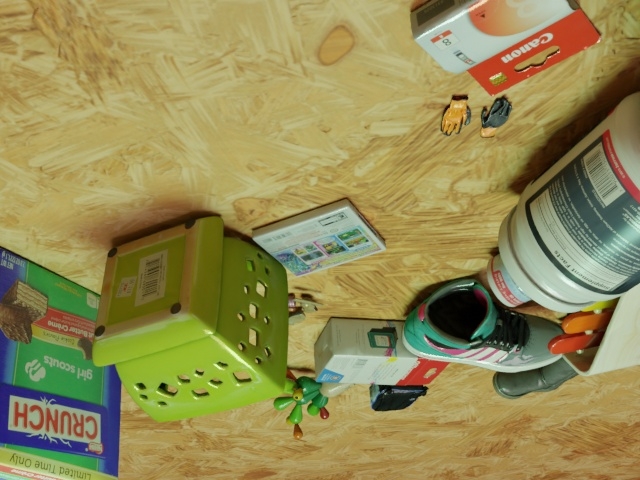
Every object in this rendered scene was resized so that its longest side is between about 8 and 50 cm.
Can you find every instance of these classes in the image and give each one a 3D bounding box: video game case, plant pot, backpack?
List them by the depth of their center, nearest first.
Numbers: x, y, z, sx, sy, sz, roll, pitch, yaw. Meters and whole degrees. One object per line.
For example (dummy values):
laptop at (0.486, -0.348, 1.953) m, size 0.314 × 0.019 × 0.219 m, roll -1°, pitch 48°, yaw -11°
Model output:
plant pot at (-0.192, 0.106, 1.178) m, size 0.227 × 0.228 × 0.207 m, roll -17°, pitch 139°, yaw 20°
video game case at (0.000, 0.000, 1.216) m, size 0.157 × 0.019 × 0.143 m, roll -18°, pitch 147°, yaw 20°
backpack at (0.152, 0.301, 1.670) m, size 0.105 × 0.084 × 0.114 m, roll 3°, pitch 145°, yaw -14°

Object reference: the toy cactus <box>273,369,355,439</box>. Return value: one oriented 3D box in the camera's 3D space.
toy cactus at (-0.016, 0.322, 1.684) m, size 0.180 × 0.112 × 0.219 m, roll -22°, pitch 137°, yaw 10°

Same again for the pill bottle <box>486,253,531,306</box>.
pill bottle at (0.344, 0.036, 1.253) m, size 0.087 × 0.087 × 0.160 m, roll 24°, pitch 139°, yaw -38°

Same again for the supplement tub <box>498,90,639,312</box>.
supplement tub at (0.373, -0.041, 1.029) m, size 0.191 × 0.191 × 0.272 m, roll 10°, pitch 146°, yaw -23°

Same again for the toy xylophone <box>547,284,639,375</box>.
toy xylophone at (0.516, 0.102, 1.301) m, size 0.236 × 0.081 × 0.323 m, roll -2°, pitch 131°, yaw -20°

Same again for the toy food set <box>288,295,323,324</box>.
toy food set at (-0.050, 0.116, 1.403) m, size 0.078 × 0.019 × 0.122 m, roll 15°, pitch 152°, yaw -28°

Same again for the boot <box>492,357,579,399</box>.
boot at (0.477, 0.256, 1.648) m, size 0.189 × 0.076 × 0.208 m, roll -5°, pitch 159°, yaw -27°

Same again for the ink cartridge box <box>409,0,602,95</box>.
ink cartridge box at (0.202, -0.214, 0.863) m, size 0.145 × 0.045 × 0.179 m, roll -25°, pitch 141°, yaw 31°

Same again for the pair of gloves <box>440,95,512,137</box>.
pair of gloves at (0.191, -0.150, 0.999) m, size 0.083 × 0.010 × 0.074 m, roll -1°, pitch 149°, yaw -8°

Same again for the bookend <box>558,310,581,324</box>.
bookend at (0.487, 0.153, 1.480) m, size 0.156 × 0.072 × 0.157 m, roll 22°, pitch 141°, yaw -35°

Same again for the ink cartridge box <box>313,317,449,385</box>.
ink cartridge box at (0.115, 0.212, 1.524) m, size 0.231 × 0.078 × 0.134 m, roll 5°, pitch 148°, yaw -15°

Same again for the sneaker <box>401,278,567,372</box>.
sneaker at (0.293, 0.142, 1.388) m, size 0.295 × 0.124 × 0.178 m, roll 2°, pitch 156°, yaw 1°

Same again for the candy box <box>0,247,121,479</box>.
candy box at (-0.432, 0.211, 1.218) m, size 0.122 × 0.317 × 0.268 m, roll -21°, pitch 146°, yaw 25°
